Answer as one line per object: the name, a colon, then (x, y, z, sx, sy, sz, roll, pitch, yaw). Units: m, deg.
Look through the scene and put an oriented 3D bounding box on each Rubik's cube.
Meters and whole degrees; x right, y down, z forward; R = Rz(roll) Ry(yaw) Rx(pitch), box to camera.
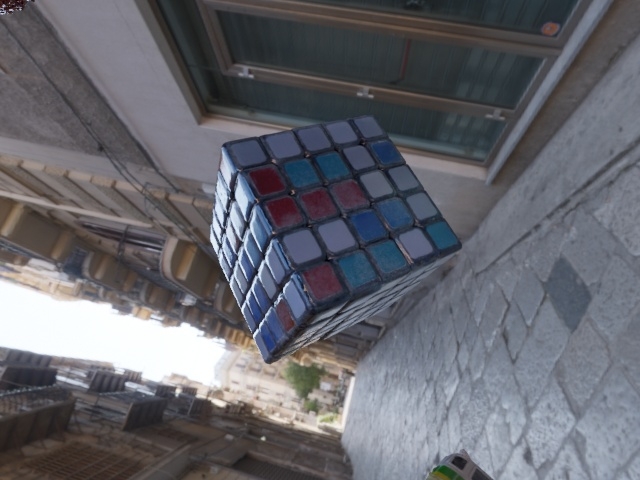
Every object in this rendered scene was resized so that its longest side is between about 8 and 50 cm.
Rubik's cube: (0.000, 0.000, 0.706, 0.287, 0.292, 0.293, 61, 152, 18)

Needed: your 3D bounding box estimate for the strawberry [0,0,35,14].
strawberry: (-0.328, -0.262, 0.392, 0.096, 0.083, 0.083, -27, -43, -38)

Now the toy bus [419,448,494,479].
toy bus: (0.252, 0.457, 0.549, 0.179, 0.305, 0.143, -8, -53, -51)
